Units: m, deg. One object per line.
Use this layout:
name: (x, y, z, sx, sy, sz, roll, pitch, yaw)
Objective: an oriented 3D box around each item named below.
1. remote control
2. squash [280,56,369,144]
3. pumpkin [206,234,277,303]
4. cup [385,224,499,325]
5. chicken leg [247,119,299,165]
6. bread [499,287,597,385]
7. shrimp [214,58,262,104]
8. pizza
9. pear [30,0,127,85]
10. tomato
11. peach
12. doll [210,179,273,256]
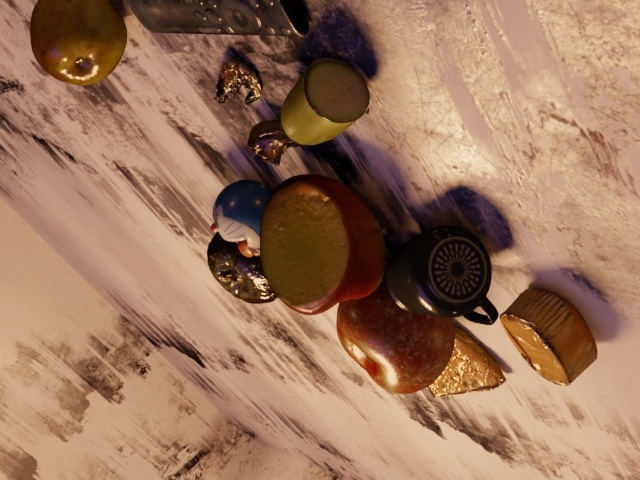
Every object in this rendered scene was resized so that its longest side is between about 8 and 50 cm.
remote control: (-0.187, -0.394, 1.298, 0.377, 0.044, 0.107, 14, 157, 37)
squash: (-0.010, -0.221, 1.297, 0.123, 0.123, 0.186, 42, 153, -11)
pumpkin: (-0.182, 0.064, 1.945, 0.238, 0.159, 0.238, 32, 153, 19)
cup: (0.235, 0.082, 1.443, 0.223, 0.169, 0.176, 46, 159, -10)
chicken leg: (-0.071, -0.195, 1.484, 0.178, 0.070, 0.093, -10, 105, 41)
bread: (0.431, 0.176, 1.433, 0.191, 0.114, 0.132, 57, 159, -20)
shrimp: (-0.161, -0.288, 1.466, 0.091, 0.034, 0.161, 39, 154, -7)
pizza: (0.310, 0.271, 1.793, 0.188, 0.081, 0.204, -24, 109, 36)
pear: (-0.475, -0.403, 1.492, 0.200, 0.200, 0.200, 29, 154, 16)
tomato: (0.168, 0.188, 1.652, 0.270, 0.222, 0.270, 50, 165, 19)
peach: (0.000, 0.000, 1.527, 0.245, 0.248, 0.275, -43, -63, -84)
doll: (-0.138, -0.024, 1.751, 0.257, 0.161, 0.215, 45, 179, -25)
